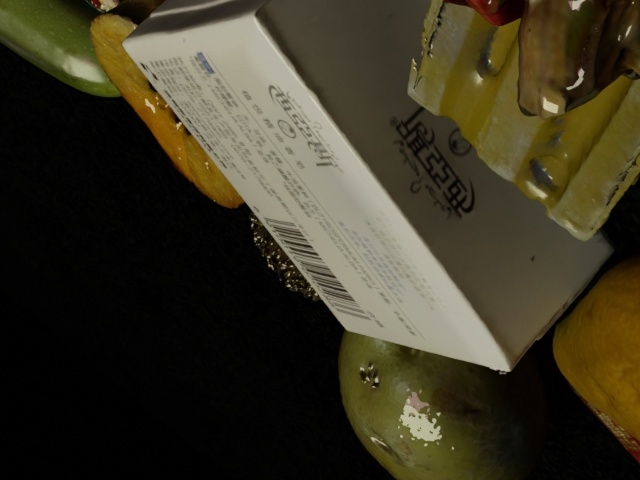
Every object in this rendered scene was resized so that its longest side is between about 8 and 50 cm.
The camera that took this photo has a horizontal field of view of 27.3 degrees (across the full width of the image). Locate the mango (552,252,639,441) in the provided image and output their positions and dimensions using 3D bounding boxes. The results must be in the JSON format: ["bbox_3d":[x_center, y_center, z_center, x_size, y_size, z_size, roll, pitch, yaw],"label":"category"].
[{"bbox_3d":[0.224,0.078,0.735,0.176,0.119,0.317,40,168,-12],"label":"mango"}]

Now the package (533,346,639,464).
[{"bbox_3d":[0.245,0.147,0.986,0.200,0.022,0.083,47,162,-10],"label":"package"}]

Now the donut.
[{"bbox_3d":[-0.098,-0.121,1.059,0.190,0.074,0.174,49,163,0],"label":"donut"}]

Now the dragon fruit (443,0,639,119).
[{"bbox_3d":[0.080,-0.127,0.404,0.317,0.152,0.205,-16,111,52],"label":"dragon fruit"}]

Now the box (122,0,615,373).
[{"bbox_3d":[0.027,-0.062,0.847,0.274,0.116,0.203,52,160,-20],"label":"box"}]

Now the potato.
[{"bbox_3d":[0.103,0.131,1.051,0.251,0.159,0.174,52,-161,-58],"label":"potato"}]

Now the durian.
[{"bbox_3d":[0.000,0.000,1.080,0.148,0.091,0.188,47,160,-7],"label":"durian"}]

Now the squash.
[{"bbox_3d":[-0.286,-0.235,1.191,0.341,0.094,0.094,38,161,11],"label":"squash"}]

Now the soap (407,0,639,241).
[{"bbox_3d":[0.125,-0.104,0.616,0.135,0.076,0.233,41,160,12],"label":"soap"}]

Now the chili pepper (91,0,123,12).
[{"bbox_3d":[-0.194,-0.245,1.062,0.045,0.027,0.178,24,153,38],"label":"chili pepper"}]
